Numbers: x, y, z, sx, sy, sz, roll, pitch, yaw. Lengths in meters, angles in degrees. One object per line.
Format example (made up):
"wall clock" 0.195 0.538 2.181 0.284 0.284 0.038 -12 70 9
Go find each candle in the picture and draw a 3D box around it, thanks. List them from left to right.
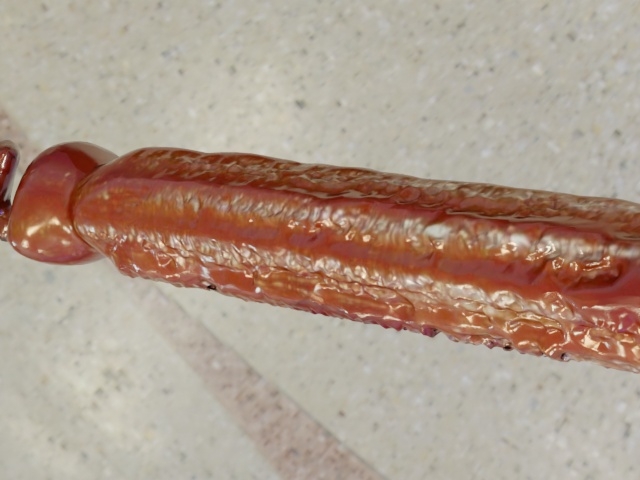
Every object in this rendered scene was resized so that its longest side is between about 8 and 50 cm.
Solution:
"candle" 0.000 0.000 0.432 0.329 0.051 0.048 9 112 45
